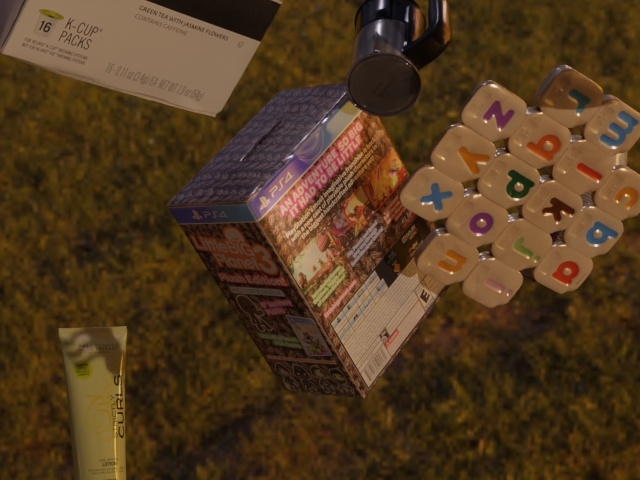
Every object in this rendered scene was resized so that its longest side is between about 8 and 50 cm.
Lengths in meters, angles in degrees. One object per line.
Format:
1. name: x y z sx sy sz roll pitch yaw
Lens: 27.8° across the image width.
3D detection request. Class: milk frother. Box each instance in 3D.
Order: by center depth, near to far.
1. milk frother: 0.062 -0.237 1.428 0.143 0.129 0.135 29 37 -17

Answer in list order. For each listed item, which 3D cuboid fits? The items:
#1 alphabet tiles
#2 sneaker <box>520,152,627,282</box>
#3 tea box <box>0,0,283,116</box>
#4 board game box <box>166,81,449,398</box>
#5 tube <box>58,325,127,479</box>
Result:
1. alphabet tiles: 0.233 -0.055 1.457 0.278 0.284 0.021 26 19 -28
2. sneaker: 0.359 -0.042 1.858 0.114 0.305 0.152 33 54 1
3. tea box: -0.160 -0.332 1.032 0.220 0.323 0.329 12 27 -45
4. board game box: 0.000 0.000 1.524 0.141 0.291 0.232 -1 37 45
5. tube: -0.274 0.225 1.586 0.062 0.240 0.070 -6 -8 13
